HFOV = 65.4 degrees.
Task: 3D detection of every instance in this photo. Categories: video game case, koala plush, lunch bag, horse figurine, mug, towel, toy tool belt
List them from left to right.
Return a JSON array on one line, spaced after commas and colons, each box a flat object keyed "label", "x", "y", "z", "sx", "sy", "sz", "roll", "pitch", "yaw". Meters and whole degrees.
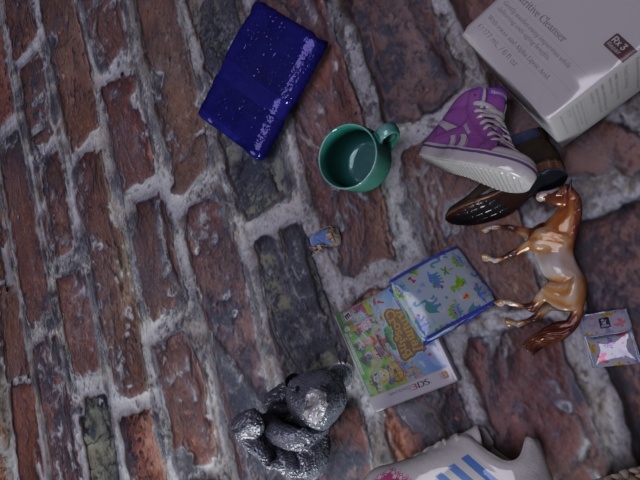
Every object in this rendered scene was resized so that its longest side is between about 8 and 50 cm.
[{"label": "towel", "x": -0.136, "y": -0.368, "z": 1.161, "sx": 0.228, "sy": 0.076, "sz": 0.308, "roll": 39, "pitch": 109, "yaw": 20}, {"label": "koala plush", "x": -0.023, "y": 0.345, "z": 1.006, "sx": 0.203, "sy": 0.196, "sz": 0.221, "roll": 41, "pitch": 110, "yaw": 15}, {"label": "toy tool belt", "x": 0.000, "y": 0.000, "z": 1.068, "sx": 0.083, "sy": 0.051, "sz": 0.052, "roll": -26, "pitch": 75, "yaw": 30}, {"label": "mug", "x": 0.087, "y": -0.160, "z": 0.989, "sx": 0.158, "sy": 0.097, "sz": 0.129, "roll": 3, "pitch": 90, "yaw": 33}, {"label": "video game case", "x": 0.144, "y": 0.207, "z": 0.985, "sx": 0.193, "sy": 0.023, "sz": 0.212, "roll": -32, "pitch": 72, "yaw": 28}, {"label": "lunch bag", "x": 0.218, "y": 0.097, "z": 0.900, "sx": 0.151, "sy": 0.096, "sz": 0.128, "roll": -31, "pitch": 70, "yaw": -2}, {"label": "horse figurine", "x": 0.365, "y": 0.051, "z": 0.822, "sx": 0.175, "sy": 0.066, "sz": 0.263, "roll": -18, "pitch": 78, "yaw": 37}, {"label": "lunch bag", "x": 0.448, "y": 0.152, "z": 0.773, "sx": 0.071, "sy": 0.053, "sz": 0.083, "roll": -15, "pitch": 71, "yaw": 31}]

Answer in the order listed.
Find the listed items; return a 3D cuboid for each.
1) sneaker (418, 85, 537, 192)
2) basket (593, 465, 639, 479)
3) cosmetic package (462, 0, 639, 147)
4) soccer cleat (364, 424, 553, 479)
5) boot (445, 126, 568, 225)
[{"label": "sneaker", "x": 0.269, "y": -0.179, "z": 0.806, "sx": 0.161, "sy": 0.102, "sz": 0.282, "roll": -58, "pitch": 25, "yaw": 8}, {"label": "basket", "x": 0.436, "y": 0.470, "z": 0.562, "sx": 0.267, "sy": 0.328, "sz": 0.331, "roll": -27, "pitch": 82, "yaw": 5}, {"label": "cosmetic package", "x": 0.439, "y": -0.347, "z": 0.715, "sx": 0.385, "sy": 0.156, "sz": 0.217, "roll": -42, "pitch": 64, "yaw": 22}, {"label": "soccer cleat", "x": 0.235, "y": 0.400, "z": 0.883, "sx": 0.332, "sy": 0.116, "sz": 0.143, "roll": -10, "pitch": 67, "yaw": 30}, {"label": "boot", "x": 0.313, "y": -0.106, "z": 0.872, "sx": 0.219, "sy": 0.082, "sz": 0.106, "roll": -27, "pitch": 49, "yaw": 39}]
